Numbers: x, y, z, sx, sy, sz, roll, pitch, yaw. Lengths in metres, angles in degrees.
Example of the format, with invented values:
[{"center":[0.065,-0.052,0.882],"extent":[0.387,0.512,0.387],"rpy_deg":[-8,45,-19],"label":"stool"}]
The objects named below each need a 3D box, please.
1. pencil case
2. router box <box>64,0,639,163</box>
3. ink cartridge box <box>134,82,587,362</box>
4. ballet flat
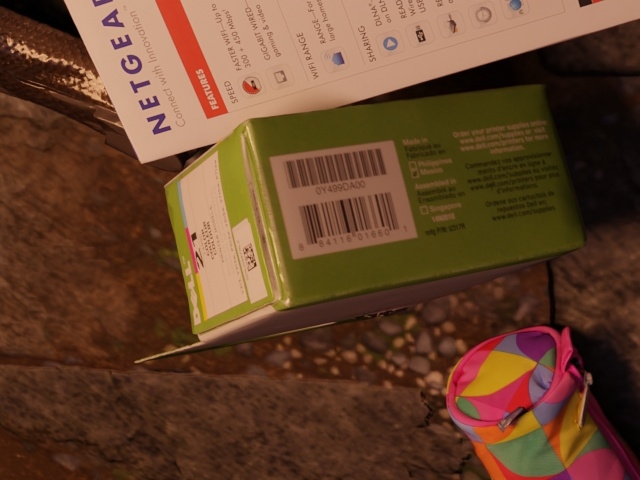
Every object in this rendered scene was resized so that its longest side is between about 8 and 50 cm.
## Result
[{"center":[0.177,0.167,0.889],"extent":[0.104,0.104,0.236],"rpy_deg":[-18,121,28],"label":"pencil case"},{"center":[-0.008,-0.233,0.598],"extent":[0.301,0.082,0.335],"rpy_deg":[-14,118,13],"label":"router box"},{"center":[0.000,0.000,0.760],"extent":[0.255,0.189,0.097],"rpy_deg":[-26,76,62],"label":"ink cartridge box"},{"center":[-0.183,-0.122,0.810],"extent":[0.250,0.058,0.084],"rpy_deg":[26,165,3],"label":"ballet flat"}]
